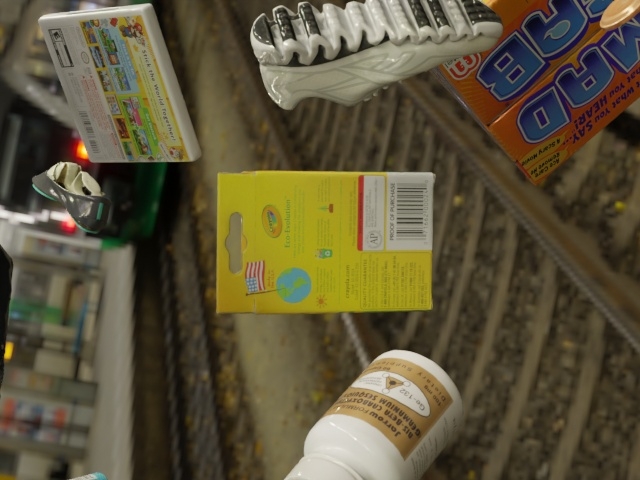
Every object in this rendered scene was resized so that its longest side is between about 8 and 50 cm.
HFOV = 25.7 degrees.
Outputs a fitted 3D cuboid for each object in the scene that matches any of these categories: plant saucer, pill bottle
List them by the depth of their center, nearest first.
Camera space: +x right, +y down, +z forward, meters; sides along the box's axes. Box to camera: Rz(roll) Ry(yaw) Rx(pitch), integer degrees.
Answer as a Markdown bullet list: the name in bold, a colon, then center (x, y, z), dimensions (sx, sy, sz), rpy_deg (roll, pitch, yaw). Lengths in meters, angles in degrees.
- **pill bottle**: center (0.056, 0.238, 1.601), dimensions (0.229, 0.131, 0.131), rpy_deg (-43, -17, -42)
- **plant saucer**: center (0.400, -0.308, 1.842), dimensions (0.083, 0.013, 0.083), rpy_deg (-41, 16, 14)

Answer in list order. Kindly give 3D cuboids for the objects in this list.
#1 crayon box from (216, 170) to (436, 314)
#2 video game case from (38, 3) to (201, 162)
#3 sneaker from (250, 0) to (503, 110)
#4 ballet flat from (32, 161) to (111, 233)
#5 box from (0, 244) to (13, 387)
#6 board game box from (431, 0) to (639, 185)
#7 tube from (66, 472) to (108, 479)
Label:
- **crayon box**: center (0.000, 0.000, 1.985), dimensions (0.081, 0.318, 0.202), rpy_deg (-170, 81, -72)
- **video game case**: center (-0.280, -0.214, 1.961), dimensions (0.026, 0.206, 0.227), rpy_deg (-41, -57, -44)
- **sneaker**: center (0.068, -0.223, 1.647), dimensions (0.110, 0.292, 0.118), rpy_deg (-96, -1, -52)
- **ballet flat**: center (-0.377, -0.079, 2.152), dimensions (0.203, 0.074, 0.074), rpy_deg (36, 117, 48)
- **box**: center (-0.614, 0.034, 1.328), dimensions (0.472, 0.479, 0.297), rpy_deg (69, -166, -48)
- **board game box**: center (0.319, -0.389, 2.264), dimensions (0.356, 0.356, 0.356), rpy_deg (-41, 43, 6)
- **tube**: center (-0.390, 0.363, 1.941), dimensions (0.080, 0.207, 0.052), rpy_deg (-44, 61, 43)
